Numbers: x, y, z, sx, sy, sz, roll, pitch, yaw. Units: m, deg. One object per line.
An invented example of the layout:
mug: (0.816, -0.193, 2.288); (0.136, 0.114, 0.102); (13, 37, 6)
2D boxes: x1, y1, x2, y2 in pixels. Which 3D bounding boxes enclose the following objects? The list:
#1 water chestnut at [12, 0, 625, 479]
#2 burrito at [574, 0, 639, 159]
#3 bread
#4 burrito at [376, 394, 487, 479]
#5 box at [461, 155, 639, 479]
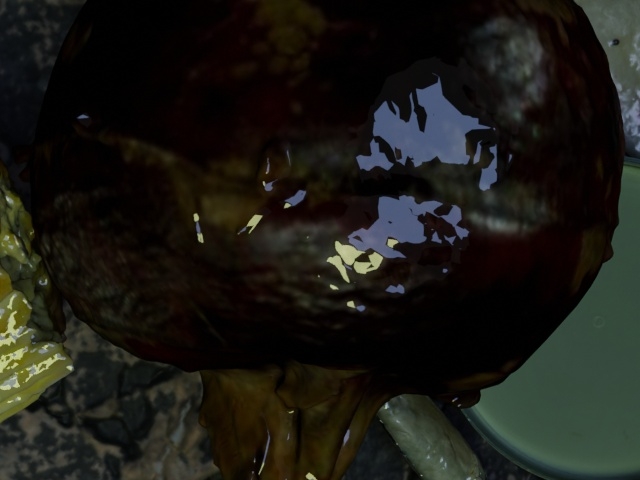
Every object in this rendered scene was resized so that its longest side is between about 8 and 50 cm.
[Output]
water chestnut: (0.000, 0.000, 0.594); (0.335, 0.335, 0.347); (-1, 87, -22)
burrito: (0.257, -0.130, 0.851); (0.347, 0.107, 0.175); (36, 97, -19)
bread: (-0.243, -0.002, 0.622); (0.133, 0.179, 0.250); (-36, 108, -18)
burrito: (0.088, 0.160, 0.839); (0.045, 0.058, 0.188); (-37, 110, 12)
box: (0.205, 0.056, 0.762); (0.226, 0.149, 0.226); (0, 89, 21)
